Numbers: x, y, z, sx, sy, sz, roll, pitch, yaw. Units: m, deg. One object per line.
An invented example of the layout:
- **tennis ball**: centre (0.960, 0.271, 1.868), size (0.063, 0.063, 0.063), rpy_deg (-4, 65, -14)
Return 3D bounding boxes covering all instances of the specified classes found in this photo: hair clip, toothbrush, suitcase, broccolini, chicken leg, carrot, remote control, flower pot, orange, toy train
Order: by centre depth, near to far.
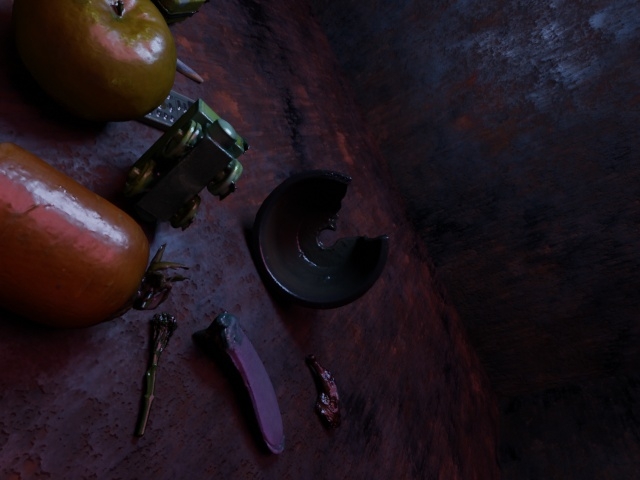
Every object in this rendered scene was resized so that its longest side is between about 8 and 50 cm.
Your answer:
- **carrot**: centre (-0.369, 0.023, 0.594), size (0.331, 0.214, 0.193), rpy_deg (40, 65, -35)
- **broccolini**: centre (-0.302, 0.231, 0.729), size (0.042, 0.044, 0.218), rpy_deg (59, 28, -49)
- **orange**: centre (-0.419, -0.359, 0.773), size (0.279, 0.235, 0.279), rpy_deg (21, 57, -37)
- **toy train**: centre (-0.277, -0.151, 0.837), size (0.159, 0.271, 0.188), rpy_deg (41, 19, -35)
- **hair clip**: centre (-0.154, 0.310, 0.896), size (0.095, 0.110, 0.359), rpy_deg (-34, 107, -23)
- **remote control**: centre (-0.387, -0.331, 1.020), size (0.285, 0.038, 0.124), rpy_deg (14, 57, -58)
- **toothbrush**: centre (-0.450, -0.517, 1.068), size (0.375, 0.037, 0.028), rpy_deg (24, 51, -57)
- **suitcase**: centre (-0.438, -0.702, 1.113), size (0.194, 0.143, 0.235), rpy_deg (56, 27, -21)
- **chicken leg**: centre (0.014, 0.420, 1.141), size (0.093, 0.053, 0.205), rpy_deg (8, 56, -43)
- **flower pot**: centre (0.000, 0.000, 1.209), size (0.251, 0.379, 0.380), rpy_deg (-30, 96, -85)
